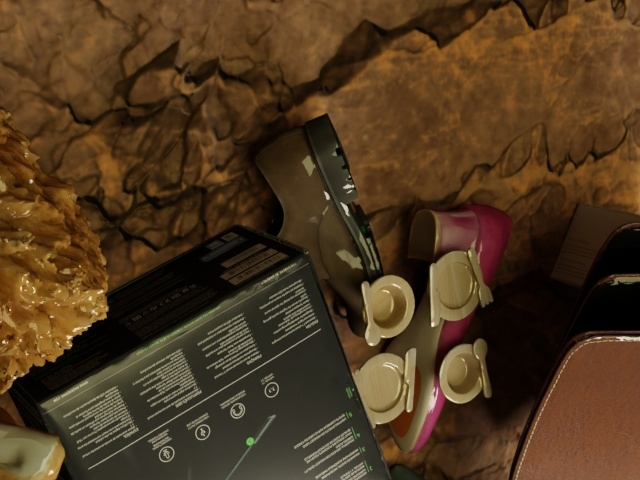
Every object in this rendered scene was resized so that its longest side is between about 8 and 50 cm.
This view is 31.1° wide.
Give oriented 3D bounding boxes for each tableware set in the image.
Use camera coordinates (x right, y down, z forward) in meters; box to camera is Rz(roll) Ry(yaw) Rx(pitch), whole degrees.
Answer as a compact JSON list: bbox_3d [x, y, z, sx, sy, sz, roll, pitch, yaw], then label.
[{"bbox_3d":[0.092,0.087,1.027,0.169,0.020,0.141,-12,102,-31],"label":"tableware set"}]

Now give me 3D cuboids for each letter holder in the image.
[{"bbox_3d":[0.275,0.141,1.098,0.215,0.152,0.301,-1,132,-9],"label":"letter holder"}]

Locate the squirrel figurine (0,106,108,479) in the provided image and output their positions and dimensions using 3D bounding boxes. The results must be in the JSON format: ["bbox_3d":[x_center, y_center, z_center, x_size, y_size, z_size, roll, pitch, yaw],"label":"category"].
[{"bbox_3d":[-0.278,0.038,0.696,0.397,0.370,0.281,-40,164,-44],"label":"squirrel figurine"}]

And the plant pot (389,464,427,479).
[{"bbox_3d":[0.150,0.406,1.089,0.247,0.252,0.247,38,81,-30],"label":"plant pot"}]

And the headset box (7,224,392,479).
[{"bbox_3d":[-0.092,0.172,0.970,0.246,0.131,0.283,-30,114,-21],"label":"headset box"}]

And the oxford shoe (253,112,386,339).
[{"bbox_3d":[0.000,0.000,1.029,0.096,0.083,0.227,-21,117,3],"label":"oxford shoe"}]

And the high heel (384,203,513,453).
[{"bbox_3d":[0.128,0.085,1.117,0.117,0.082,0.244,1,95,-37],"label":"high heel"}]

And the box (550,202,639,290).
[{"bbox_3d":[0.317,0.023,1.187,0.101,0.102,0.087,23,88,-29],"label":"box"}]
